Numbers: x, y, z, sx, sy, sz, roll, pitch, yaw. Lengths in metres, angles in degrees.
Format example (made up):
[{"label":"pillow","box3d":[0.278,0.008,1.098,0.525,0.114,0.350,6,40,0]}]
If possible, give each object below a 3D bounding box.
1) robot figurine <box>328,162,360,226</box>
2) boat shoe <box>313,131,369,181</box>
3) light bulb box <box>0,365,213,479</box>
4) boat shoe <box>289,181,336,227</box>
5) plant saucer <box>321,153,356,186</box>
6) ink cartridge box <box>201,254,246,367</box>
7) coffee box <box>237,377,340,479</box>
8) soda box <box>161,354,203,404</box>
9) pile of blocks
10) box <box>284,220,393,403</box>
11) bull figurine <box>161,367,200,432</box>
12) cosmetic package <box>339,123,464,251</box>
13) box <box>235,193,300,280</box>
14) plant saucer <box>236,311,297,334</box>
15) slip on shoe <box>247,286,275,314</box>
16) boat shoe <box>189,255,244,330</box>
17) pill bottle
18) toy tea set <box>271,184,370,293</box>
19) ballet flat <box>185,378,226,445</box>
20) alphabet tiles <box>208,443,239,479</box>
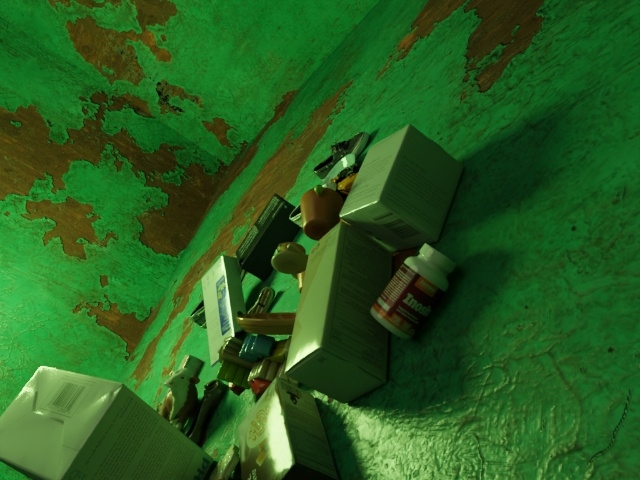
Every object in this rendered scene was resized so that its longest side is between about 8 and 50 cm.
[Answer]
[{"label":"robot figurine","box3d":[0.074,-0.097,1.354,0.211,0.085,0.291,-58,20,-2]},{"label":"boat shoe","box3d":[0.059,-0.274,1.666,0.228,0.076,0.080,-40,26,40]},{"label":"light bulb box","box3d":[-0.519,0.507,1.243,0.357,0.361,0.225,-1,46,35]},{"label":"boat shoe","box3d":[-0.023,-0.098,1.368,0.184,0.063,0.066,-41,33,52]},{"label":"plant saucer","box3d":[0.055,-0.171,1.577,0.195,0.037,0.195,-46,23,26]},{"label":"ink cartridge box","box3d":[-0.310,0.229,1.696,0.165,0.065,0.333,-42,48,37]},{"label":"coffee box","box3d":[-0.066,0.383,0.941,0.141,0.098,0.246,-54,20,9]},{"label":"soda box","box3d":[-0.478,0.490,1.812,0.063,0.058,0.183,-22,39,58]},{"label":"pile of blocks","box3d":[-0.160,0.300,1.215,0.362,0.149,0.113,-31,33,51]},{"label":"box","box3d":[0.044,0.129,0.999,0.121,0.148,0.311,-42,23,39]},{"label":"bull figurine","box3d":[-0.417,0.487,1.526,0.310,0.101,0.188,108,-176,-63]},{"label":"cosmetic package","box3d":[0.162,-0.099,1.051,0.151,0.151,0.184,-20,41,60]},{"label":"box","box3d":[-0.173,-0.015,1.788,0.261,0.103,0.184,-56,18,4]},{"label":"plant saucer","box3d":[-0.091,0.188,1.189,0.200,0.200,0.037,171,100,-64]},{"label":"slip on shoe","box3d":[-0.177,0.202,1.566,0.135,0.051,0.041,-65,-20,2]},{"label":"boat shoe","box3d":[-0.385,0.183,1.990,0.116,0.099,0.319,-11,49,64]},{"label":"pill bottle","box3d":[0.159,0.084,0.881,0.152,0.086,0.086,-56,20,6]},{"label":"toy tea set","box3d":[0.000,0.000,1.225,0.336,0.200,0.124,-46,31,43]},{"label":"ballet flat","box3d":[-0.348,0.508,1.477,0.250,0.058,0.084,-63,20,-14]},{"label":"alphabet tiles","box3d":[-0.254,0.576,1.110,0.284,0.021,0.278,-58,2,-15]}]
